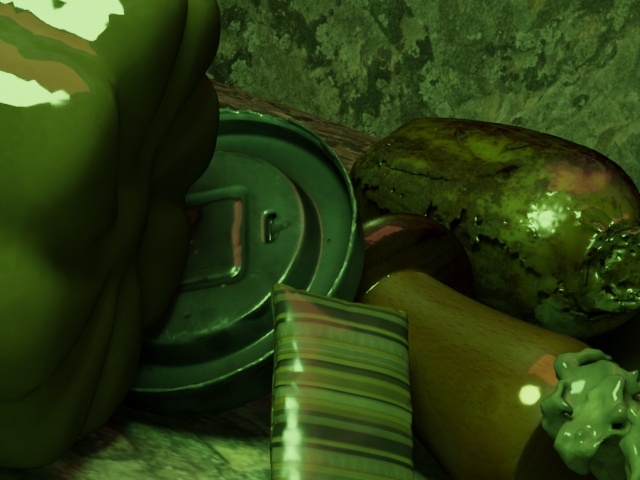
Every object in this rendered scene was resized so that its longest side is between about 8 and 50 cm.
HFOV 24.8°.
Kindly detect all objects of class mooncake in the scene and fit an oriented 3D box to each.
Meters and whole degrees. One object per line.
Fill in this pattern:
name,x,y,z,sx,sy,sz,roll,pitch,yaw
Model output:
mooncake,-0.198,-0.035,0.972,0.200,0.378,0.378,17,11,3

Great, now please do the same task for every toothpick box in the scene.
toothpick box,0.102,0.100,1.191,0.192,0.192,0.294,6,19,-42

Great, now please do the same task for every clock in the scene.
clock,-0.097,0.014,1.181,0.280,0.281,0.055,22,-26,31

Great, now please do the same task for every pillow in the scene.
pillow,0.015,0.128,1.027,0.113,0.038,0.203,12,54,-17

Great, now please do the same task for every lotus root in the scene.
lotus root,0.173,-0.014,1.385,0.397,0.179,0.196,22,-31,55

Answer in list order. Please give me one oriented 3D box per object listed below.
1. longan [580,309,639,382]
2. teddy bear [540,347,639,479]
longan,0.351,0.107,1.413,0.248,0.248,0.248,15,11,-3
teddy bear,0.315,0.142,1.005,0.357,0.224,0.367,22,34,-11
